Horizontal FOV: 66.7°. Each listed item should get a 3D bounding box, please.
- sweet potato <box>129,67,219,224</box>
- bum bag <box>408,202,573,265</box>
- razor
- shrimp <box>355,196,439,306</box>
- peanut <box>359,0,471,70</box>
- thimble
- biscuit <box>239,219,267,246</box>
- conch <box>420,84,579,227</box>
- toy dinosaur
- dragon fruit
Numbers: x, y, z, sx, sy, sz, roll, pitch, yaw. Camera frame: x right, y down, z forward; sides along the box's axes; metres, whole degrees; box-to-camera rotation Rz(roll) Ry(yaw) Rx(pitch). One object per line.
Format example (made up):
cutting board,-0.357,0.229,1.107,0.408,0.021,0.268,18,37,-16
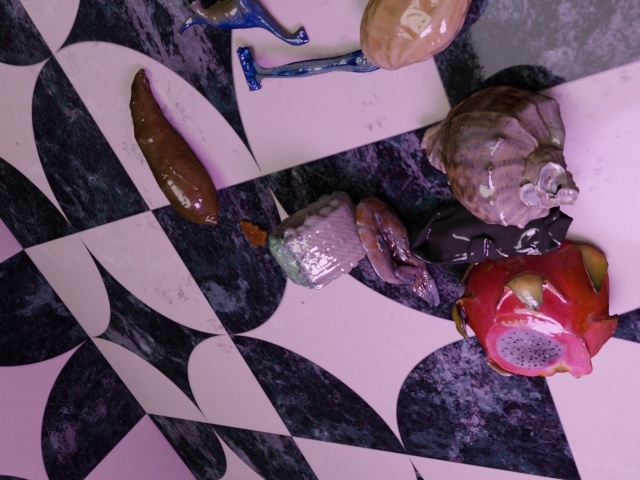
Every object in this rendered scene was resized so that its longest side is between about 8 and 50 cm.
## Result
sweet potato,-0.385,-0.219,1.245,0.131,0.130,0.422,-21,99,42
bum bag,0.308,-0.025,0.920,0.327,0.142,0.080,-11,147,43
razor,-0.030,-0.339,0.954,0.324,0.056,0.093,7,131,28
shrimp,0.166,0.046,1.036,0.062,0.164,0.316,-18,118,41
peanut,0.175,-0.387,0.728,0.149,0.149,0.313,41,129,1
thimble,0.000,0.000,1.072,0.219,0.219,0.150,-21,107,42
biscuit,-0.183,-0.022,1.322,0.092,0.016,0.082,43,140,1
conch,0.274,-0.139,0.783,0.291,0.159,0.209,29,121,33
toy dinosaur,-0.165,-0.427,0.980,0.248,0.075,0.188,-19,120,36
dragon fruit,0.399,0.142,0.928,0.291,0.189,0.290,18,130,23
